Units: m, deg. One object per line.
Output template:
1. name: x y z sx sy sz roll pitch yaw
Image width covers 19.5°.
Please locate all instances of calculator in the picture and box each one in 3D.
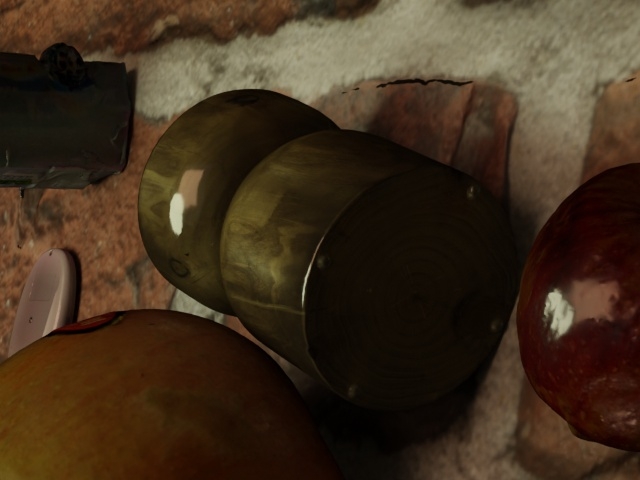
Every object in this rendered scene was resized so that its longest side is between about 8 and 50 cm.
1. calculator: -0.282 0.088 1.873 0.103 0.024 0.165 -2 75 54

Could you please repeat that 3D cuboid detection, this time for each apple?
1. apple: -0.154 0.222 1.351 0.338 0.305 0.338 33 133 44

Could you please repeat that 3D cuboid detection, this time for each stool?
1. stool: 0.000 0.000 1.373 0.264 0.179 0.179 29 101 55

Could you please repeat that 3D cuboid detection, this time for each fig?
1. fig: 0.188 0.066 1.113 0.175 0.175 0.207 60 140 47

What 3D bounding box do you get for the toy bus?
1. toy bus: -0.324 -0.116 1.770 0.112 0.317 0.138 -21 75 47
